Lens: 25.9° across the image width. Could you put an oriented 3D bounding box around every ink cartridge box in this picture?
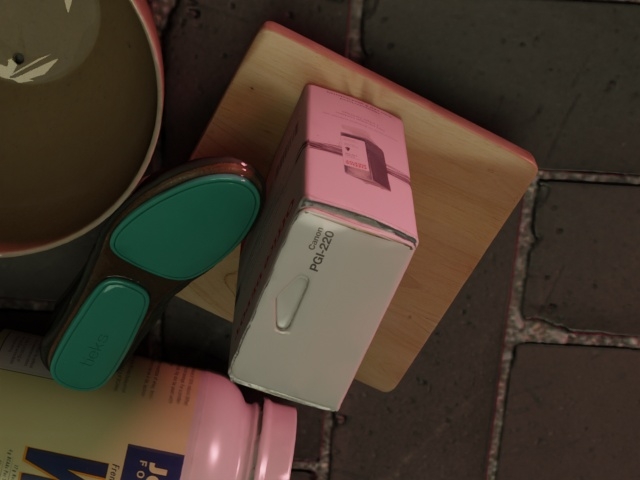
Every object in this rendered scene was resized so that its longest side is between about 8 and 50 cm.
[{"bbox_3d":[0.000,0.000,1.053,0.092,0.218,0.158,20,116,-8],"label":"ink cartridge box"}]

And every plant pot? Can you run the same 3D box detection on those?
[{"bbox_3d":[-0.255,-0.154,1.097,0.284,0.191,0.284,0,117,1],"label":"plant pot"}]

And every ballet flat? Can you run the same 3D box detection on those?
[{"bbox_3d":[-0.145,0.007,1.125,0.095,0.096,0.280,28,124,-27],"label":"ballet flat"}]

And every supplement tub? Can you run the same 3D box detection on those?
[{"bbox_3d":[-0.199,0.215,1.261,0.325,0.235,0.235,12,117,-4],"label":"supplement tub"}]

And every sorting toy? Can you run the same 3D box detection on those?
[{"bbox_3d":[0.010,-0.035,1.208,0.257,0.089,0.255,26,115,-11],"label":"sorting toy"}]
